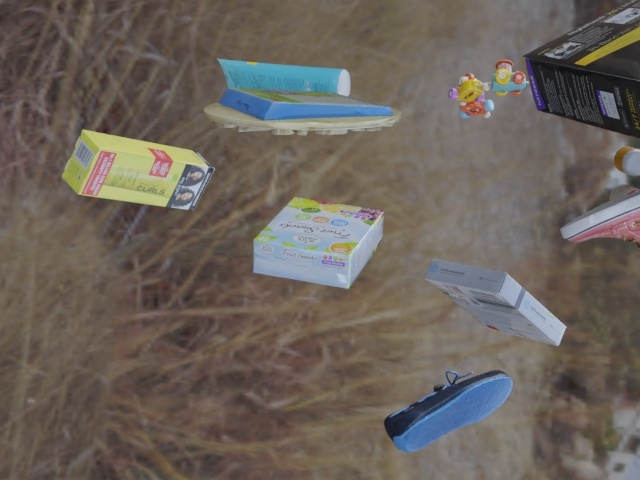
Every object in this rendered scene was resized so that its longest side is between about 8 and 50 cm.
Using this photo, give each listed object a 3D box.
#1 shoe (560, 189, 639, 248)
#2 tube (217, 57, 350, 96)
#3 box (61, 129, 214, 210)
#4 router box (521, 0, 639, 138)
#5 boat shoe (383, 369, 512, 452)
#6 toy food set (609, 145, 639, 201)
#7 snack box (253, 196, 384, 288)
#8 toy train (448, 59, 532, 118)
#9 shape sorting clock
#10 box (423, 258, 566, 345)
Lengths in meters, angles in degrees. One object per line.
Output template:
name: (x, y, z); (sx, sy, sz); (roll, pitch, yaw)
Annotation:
shoe: (0.382, -0.014, 1.338); (0.063, 0.178, 0.081); (-29, 93, -58)
tube: (-0.058, -0.246, 1.723); (0.080, 0.207, 0.052); (74, 31, -47)
box: (-0.276, -0.106, 1.704); (0.232, 0.058, 0.087); (9, 116, -49)
router box: (0.434, -0.234, 1.309); (0.309, 0.243, 0.081); (-28, 114, -13)
boat shoe: (0.234, 0.295, 2.057); (0.258, 0.089, 0.109); (-18, 123, -22)
toy food set: (0.511, -0.037, 1.569); (0.232, 0.104, 0.111); (36, 95, -15)
snack box: (0.000, 0.000, 1.933); (0.207, 0.175, 0.070); (-53, 147, -59)
toy train: (0.277, -0.246, 1.787); (0.125, 0.166, 0.046); (12, 70, -45)
shape sorting clock: (-0.019, -0.130, 1.155); (0.206, 0.206, 0.040); (-10, 109, -50)
box: (0.266, 0.094, 1.680); (0.186, 0.145, 0.038); (39, 72, -39)
